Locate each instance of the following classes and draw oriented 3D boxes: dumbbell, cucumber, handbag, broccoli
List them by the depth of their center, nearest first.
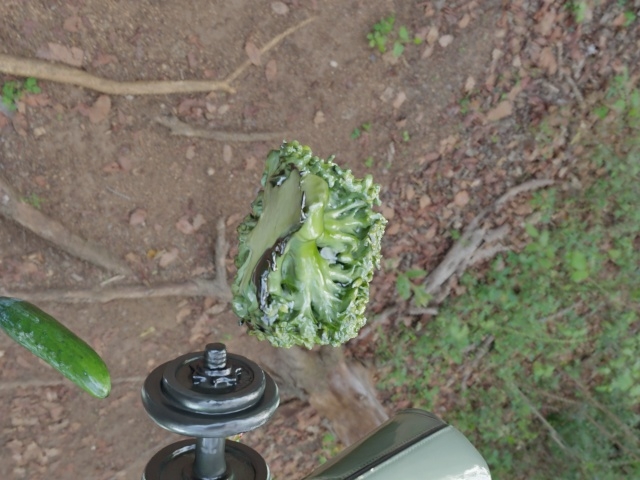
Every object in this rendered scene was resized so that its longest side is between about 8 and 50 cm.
[{"bbox_3d":[-0.012,0.252,0.436,0.315,0.109,0.241,-15,128,-51],"label":"handbag"},{"bbox_3d":[0.008,0.007,0.780,0.180,0.243,0.273,12,155,-21],"label":"broccoli"},{"bbox_3d":[-0.375,0.133,0.895,0.056,0.250,0.056,-54,167,-19],"label":"cucumber"},{"bbox_3d":[-0.159,0.280,0.937,0.192,0.192,0.290,-6,110,-34],"label":"dumbbell"}]

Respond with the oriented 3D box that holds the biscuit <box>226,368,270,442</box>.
[{"bbox_3d":[-0.151,0.341,1.253,0.239,0.041,0.212,-56,174,-45],"label":"biscuit"}]
